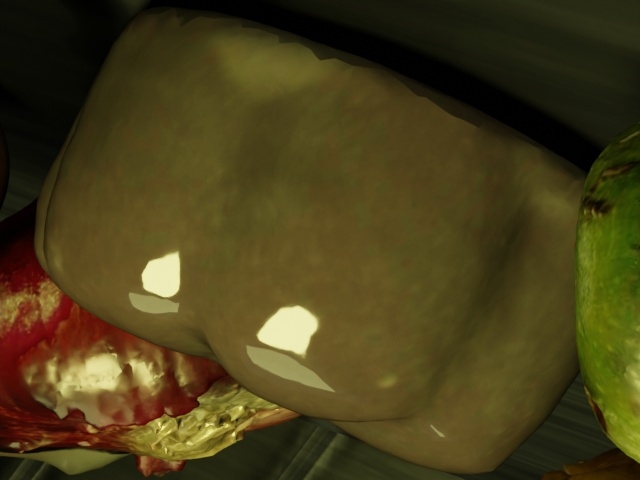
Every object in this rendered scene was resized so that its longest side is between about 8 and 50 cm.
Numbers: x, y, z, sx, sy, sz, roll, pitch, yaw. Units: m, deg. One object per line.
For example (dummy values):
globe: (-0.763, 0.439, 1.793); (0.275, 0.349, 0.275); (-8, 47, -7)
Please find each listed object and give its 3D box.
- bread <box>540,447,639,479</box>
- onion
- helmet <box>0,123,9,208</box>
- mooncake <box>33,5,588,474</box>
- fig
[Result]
bread: (0.231, 0.168, 0.678); (0.279, 0.207, 0.279); (-8, -177, -16)
onion: (-0.103, 0.029, 1.049); (0.272, 0.195, 0.272); (-8, 169, -2)
helmet: (-0.232, -0.048, 1.069); (0.155, 0.106, 0.175); (51, 175, 4)
mooncake: (0.000, 0.000, 0.771); (0.245, 0.133, 0.245); (25, 178, 1)
fig: (0.156, 0.022, 0.580); (0.156, 0.123, 0.123); (3, 168, 9)
